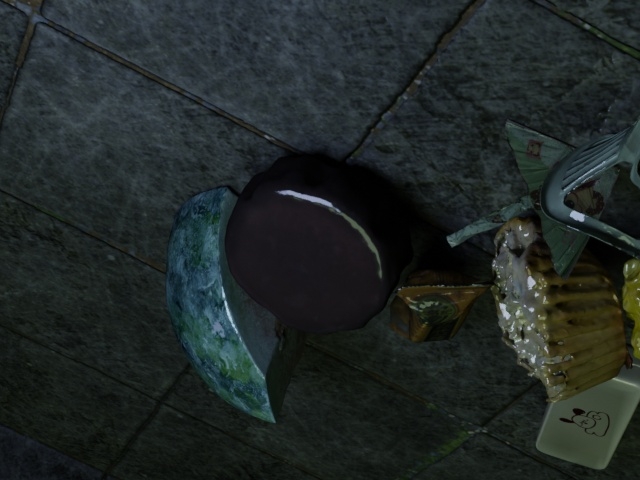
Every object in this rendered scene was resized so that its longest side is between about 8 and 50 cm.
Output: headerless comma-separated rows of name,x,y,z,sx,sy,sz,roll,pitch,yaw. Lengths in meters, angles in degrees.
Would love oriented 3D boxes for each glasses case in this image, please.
glasses case,0.447,0.271,2.286,0.131,0.070,0.313,17,146,8

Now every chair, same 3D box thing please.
chair,0.409,-0.108,1.662,0.190,0.203,0.275,32,139,4

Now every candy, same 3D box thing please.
candy,0.172,0.091,2.086,0.143,0.101,0.271,-6,169,-5

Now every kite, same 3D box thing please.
kite,0.281,-0.052,1.837,0.250,0.229,0.012,-22,176,-5

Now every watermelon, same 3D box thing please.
watermelon,-0.104,0.099,2.265,0.228,0.258,0.387,-10,94,60

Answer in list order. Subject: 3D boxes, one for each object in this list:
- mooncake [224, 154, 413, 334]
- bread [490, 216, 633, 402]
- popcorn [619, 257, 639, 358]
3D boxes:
mooncake,0.000,0.000,2.076,0.283,0.141,0.283,13,131,15
bread,0.332,0.092,1.960,0.149,0.274,0.274,-12,144,-4
popcorn,0.520,0.083,1.835,0.249,0.225,0.249,-5,150,-3
